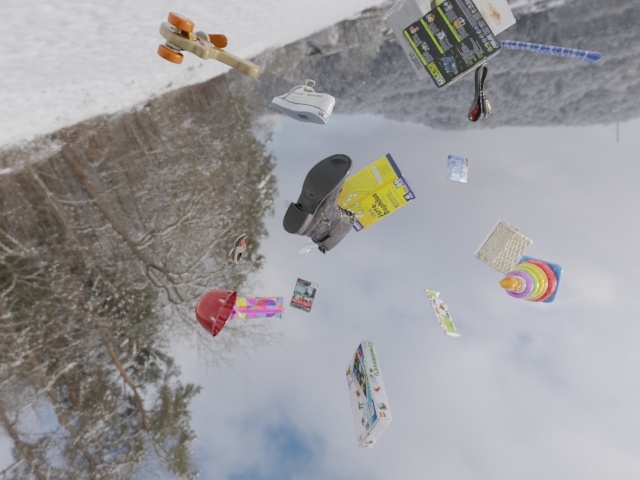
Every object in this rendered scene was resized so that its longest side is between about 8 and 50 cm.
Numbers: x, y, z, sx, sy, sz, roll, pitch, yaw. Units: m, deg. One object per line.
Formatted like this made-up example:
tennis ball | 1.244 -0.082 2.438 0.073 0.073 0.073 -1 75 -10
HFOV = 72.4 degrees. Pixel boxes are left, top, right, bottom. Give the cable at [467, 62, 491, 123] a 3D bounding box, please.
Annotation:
cable | 0.703 -0.653 1.972 0.140 0.287 0.072 -33 -141 -6

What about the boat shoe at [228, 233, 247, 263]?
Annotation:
boat shoe | -0.298 0.030 1.621 0.043 0.137 0.049 48 -142 17

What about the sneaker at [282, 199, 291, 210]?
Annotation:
sneaker | -0.153 -0.146 2.221 0.051 0.134 0.070 -52 -165 -28

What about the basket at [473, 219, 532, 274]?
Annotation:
basket | 0.657 0.029 1.571 0.114 0.167 0.103 25 -163 -21

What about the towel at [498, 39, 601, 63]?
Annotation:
towel | 0.824 -0.681 1.578 0.336 0.040 0.243 20 -152 22

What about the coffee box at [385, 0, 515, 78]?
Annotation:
coffee box | 0.541 -0.951 1.870 0.335 0.337 0.338 -32 -168 -2

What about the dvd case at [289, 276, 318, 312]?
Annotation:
dvd case | -0.064 0.213 1.708 0.087 0.119 0.013 17 -173 10

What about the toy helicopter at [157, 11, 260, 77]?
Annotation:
toy helicopter | -0.383 -0.666 1.536 0.356 0.140 0.234 19 -154 -22

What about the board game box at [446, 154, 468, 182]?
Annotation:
board game box | 0.503 -0.262 1.609 0.090 0.089 0.020 4 -179 -30

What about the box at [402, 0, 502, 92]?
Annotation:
box | 0.343 -0.524 1.151 0.184 0.190 0.045 -32 177 17

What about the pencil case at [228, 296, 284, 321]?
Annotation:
pencil case | -0.263 0.279 1.797 0.237 0.104 0.104 0 -163 -18

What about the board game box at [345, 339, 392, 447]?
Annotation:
board game box | 0.160 0.531 1.530 0.053 0.192 0.305 9 -142 -15

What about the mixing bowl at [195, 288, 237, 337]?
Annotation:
mixing bowl | -0.383 0.242 1.563 0.098 0.181 0.181 24 -152 3

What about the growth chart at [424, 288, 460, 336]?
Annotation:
growth chart | 0.555 0.330 1.988 0.021 0.237 0.172 -34 154 29

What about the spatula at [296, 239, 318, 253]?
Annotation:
spatula | 0.000 0.000 2.156 0.242 0.019 0.168 -10 -152 44

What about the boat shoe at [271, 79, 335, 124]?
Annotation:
boat shoe | -0.066 -0.606 1.871 0.367 0.136 0.156 28 -93 50

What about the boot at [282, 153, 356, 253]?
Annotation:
boot | 0.032 -0.089 1.163 0.091 0.263 0.229 47 -166 31

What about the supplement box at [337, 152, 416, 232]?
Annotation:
supplement box | 0.269 -0.240 2.236 0.357 0.194 0.195 -32 -135 14

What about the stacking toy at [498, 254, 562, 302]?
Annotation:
stacking toy | 0.744 0.156 1.609 0.302 0.165 0.175 -1 -165 -44
